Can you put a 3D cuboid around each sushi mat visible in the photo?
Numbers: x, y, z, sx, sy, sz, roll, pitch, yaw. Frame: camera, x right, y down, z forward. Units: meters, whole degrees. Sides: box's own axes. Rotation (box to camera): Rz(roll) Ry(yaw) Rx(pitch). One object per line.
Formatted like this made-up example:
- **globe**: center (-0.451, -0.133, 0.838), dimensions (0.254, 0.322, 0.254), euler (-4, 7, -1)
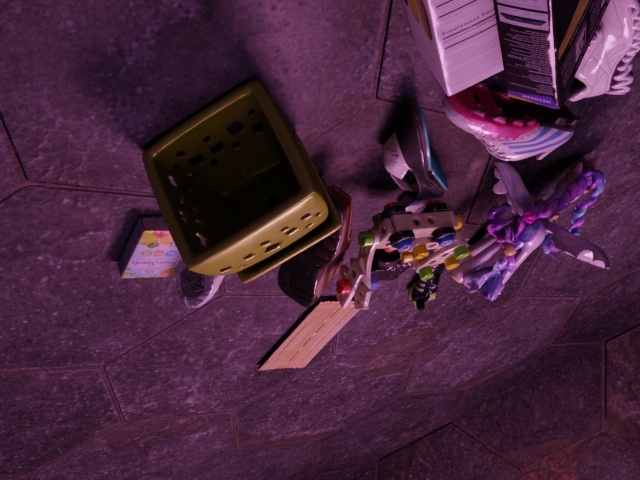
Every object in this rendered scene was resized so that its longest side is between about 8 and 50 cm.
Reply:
- **sushi mat**: center (-0.021, 0.237, 1.966), dimensions (0.151, 0.019, 0.316), euler (6, 138, -38)

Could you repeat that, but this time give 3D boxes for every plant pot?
- **plant pot**: center (-0.108, -0.075, 1.237), dimensions (0.228, 0.227, 0.207), euler (-31, 155, 11)

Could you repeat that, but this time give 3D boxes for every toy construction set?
- **toy construction set**: center (0.166, 0.016, 1.573), dimensions (0.327, 0.151, 0.215), euler (-21, 165, -35)

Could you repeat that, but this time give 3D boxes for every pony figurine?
- **pony figurine**: center (0.450, -0.028, 1.684), dimensions (0.363, 0.303, 0.351), euler (-47, 174, 29)

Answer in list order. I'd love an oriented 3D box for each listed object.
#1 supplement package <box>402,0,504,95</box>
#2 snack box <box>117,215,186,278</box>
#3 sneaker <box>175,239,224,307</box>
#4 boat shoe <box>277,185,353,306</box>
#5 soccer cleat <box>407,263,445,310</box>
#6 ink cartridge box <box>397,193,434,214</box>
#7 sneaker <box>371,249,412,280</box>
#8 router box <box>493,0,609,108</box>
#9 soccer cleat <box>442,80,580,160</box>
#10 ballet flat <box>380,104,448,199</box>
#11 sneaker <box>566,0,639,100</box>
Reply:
- **supplement package**: center (0.192, -0.347, 1.089), dimensions (0.134, 0.139, 0.244), euler (-26, 148, 3)
- **snack box**: center (-0.297, 0.014, 1.414), dimensions (0.100, 0.037, 0.141), euler (1, 142, -35)
- **sneaker**: center (-0.184, 0.034, 1.456), dimensions (0.115, 0.090, 0.232), euler (-14, 145, -55)
- **boat shoe**: center (0.000, 0.000, 1.541), dimensions (0.120, 0.122, 0.324), euler (-41, 165, -35)
- **soccer cleat**: center (0.267, 0.102, 1.901), dimensions (0.060, 0.072, 0.179), euler (-7, 146, -26)
- **ink cartridge box**: center (0.205, -0.076, 1.625), dimensions (0.083, 0.028, 0.048), euler (11, 136, -45)
- **sneaker**: center (0.176, 0.053, 1.789), dimensions (0.170, 0.051, 0.089), euler (-8, 146, -16)
- **router box**: center (0.332, -0.371, 1.034), dimensions (0.309, 0.081, 0.243), euler (-61, 152, -15)
- **soccer cleat**: center (0.336, -0.199, 1.437), dimensions (0.331, 0.116, 0.143), euler (0, 142, -35)
- **ballet flat**: center (0.169, -0.144, 1.440), dimensions (0.096, 0.095, 0.280), euler (-16, 151, 11)
- **sneaker**: center (0.477, -0.337, 1.342), dimensions (0.118, 0.110, 0.292), euler (-16, 149, 5)
